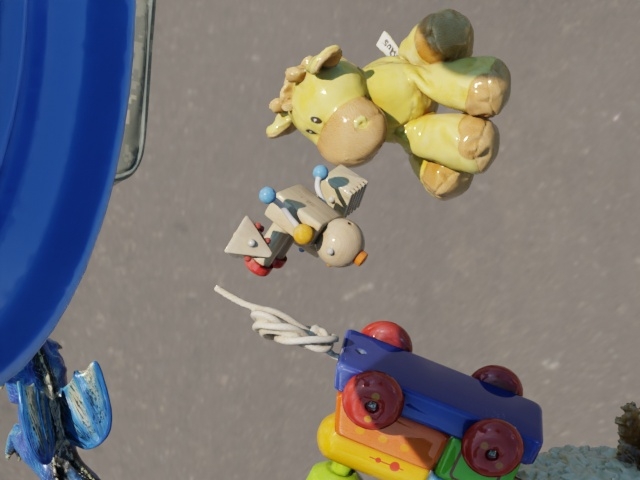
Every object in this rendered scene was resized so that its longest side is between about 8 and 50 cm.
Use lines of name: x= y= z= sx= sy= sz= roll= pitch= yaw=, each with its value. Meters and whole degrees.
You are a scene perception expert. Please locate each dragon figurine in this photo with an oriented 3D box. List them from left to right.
dragon figurine: x=-0.243 y=0.151 z=1.272 sx=0.085 sy=0.144 sz=0.289 roll=-16 pitch=107 yaw=-29

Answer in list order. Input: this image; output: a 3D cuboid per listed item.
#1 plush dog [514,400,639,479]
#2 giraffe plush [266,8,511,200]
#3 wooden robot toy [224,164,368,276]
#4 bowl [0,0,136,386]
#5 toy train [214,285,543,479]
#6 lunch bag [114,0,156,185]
plush dog: x=0.167 y=0.243 z=1.122 sx=0.225 sy=0.262 sz=0.210 roll=-8 pitch=117 yaw=-19
giraffe plush: x=0.049 y=-0.131 z=1.322 sx=0.170 sy=0.181 sz=0.210 roll=-11 pitch=36 yaw=-35
wooden robot toy: x=0.000 y=0.000 z=1.027 sx=0.079 sy=0.173 sz=0.076 roll=32 pitch=113 yaw=15
bowl: x=-0.171 y=-0.133 z=0.502 sx=0.077 sy=0.391 sz=0.391 roll=0 pitch=74 yaw=13
toy train: x=0.020 y=0.135 z=0.997 sx=0.248 sy=0.105 sz=0.143 roll=21 pitch=111 yaw=0
lunch bag: x=-0.320 y=-0.187 z=1.559 sx=0.213 sy=0.256 sz=0.305 roll=9 pitch=75 yaw=-29
